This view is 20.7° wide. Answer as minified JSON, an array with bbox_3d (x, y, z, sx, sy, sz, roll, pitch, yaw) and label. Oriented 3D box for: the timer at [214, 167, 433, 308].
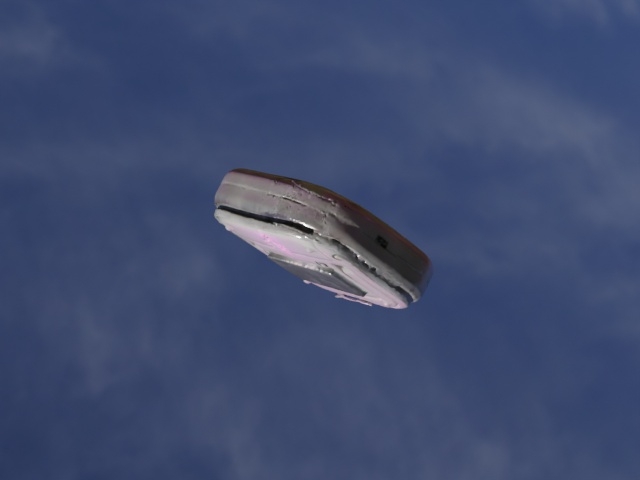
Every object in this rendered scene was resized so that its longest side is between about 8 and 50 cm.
[{"bbox_3d":[0.000,0.000,1.721,0.190,0.208,0.069,35,-104,-36],"label":"timer"}]
